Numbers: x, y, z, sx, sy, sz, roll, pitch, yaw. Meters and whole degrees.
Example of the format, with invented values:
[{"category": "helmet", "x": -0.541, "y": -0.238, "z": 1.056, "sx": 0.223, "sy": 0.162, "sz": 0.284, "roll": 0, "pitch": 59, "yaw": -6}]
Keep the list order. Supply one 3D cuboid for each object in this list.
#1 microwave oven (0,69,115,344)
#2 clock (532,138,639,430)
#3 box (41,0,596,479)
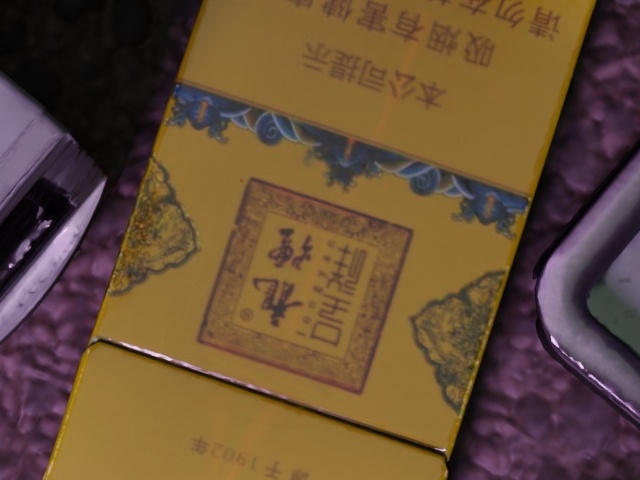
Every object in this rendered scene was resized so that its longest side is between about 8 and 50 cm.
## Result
[{"category": "microwave oven", "x": -0.172, "y": -0.027, "z": 0.710, "sx": 0.162, "sy": 0.208, "sz": 0.122, "roll": 39, "pitch": 86, "yaw": 0}, {"category": "clock", "x": 0.263, "y": 0.010, "z": 0.803, "sx": 0.273, "sy": 0.049, "sz": 0.279, "roll": 41, "pitch": 87, "yaw": 1}, {"category": "box", "x": 0.000, "y": -0.001, "z": 0.801, "sx": 0.153, "sy": 0.041, "sz": 0.279, "roll": 18, "pitch": 86, "yaw": -2}]
